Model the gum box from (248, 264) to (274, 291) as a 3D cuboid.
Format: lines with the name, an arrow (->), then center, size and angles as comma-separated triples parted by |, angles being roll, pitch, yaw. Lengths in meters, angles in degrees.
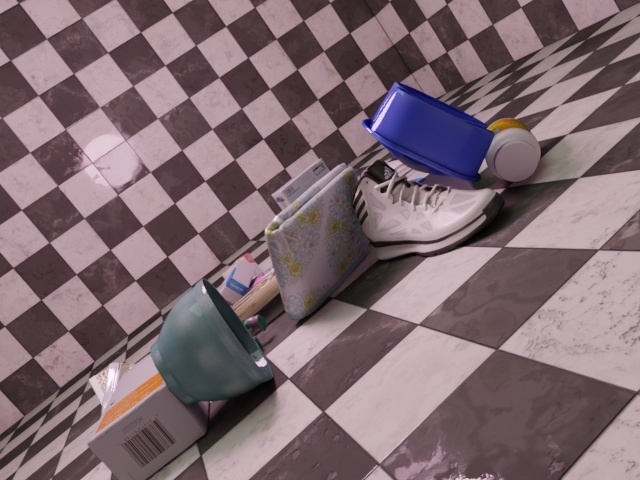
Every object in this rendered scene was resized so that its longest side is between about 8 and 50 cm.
gum box -> -0.202, 0.153, 2.139 | 0.188, 0.062, 0.107 | -37, 11, -4

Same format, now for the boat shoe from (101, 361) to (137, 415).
boat shoe -> -0.602, 0.493, 1.652 | 0.094, 0.109, 0.302 | -5, 45, -11

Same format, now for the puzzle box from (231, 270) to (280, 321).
puzzle box -> -0.241, 0.214, 1.841 | 0.409, 0.052, 0.272 | -40, 4, -8

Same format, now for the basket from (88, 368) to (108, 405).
basket -> -0.667, 0.504, 1.796 | 0.103, 0.113, 0.167 | -36, 50, -18

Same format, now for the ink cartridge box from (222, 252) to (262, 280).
ink cartridge box -> -0.362, 0.159, 2.455 | 0.067, 0.115, 0.198 | -26, 15, 38

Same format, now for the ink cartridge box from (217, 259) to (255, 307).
ink cartridge box -> -0.350, 0.200, 2.134 | 0.203, 0.086, 0.148 | -53, 13, 22

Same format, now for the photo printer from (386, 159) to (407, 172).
photo printer -> 0.239, -0.217, 2.223 | 0.307, 0.107, 0.256 | -38, 11, -8

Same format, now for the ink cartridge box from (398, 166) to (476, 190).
ink cartridge box -> 0.326, -0.167, 1.706 | 0.223, 0.129, 0.307 | -34, 11, 10

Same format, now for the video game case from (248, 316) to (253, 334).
video game case -> -0.297, 0.332, 1.806 | 0.173, 0.022, 0.190 | -36, 10, 4

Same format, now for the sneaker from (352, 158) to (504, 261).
sneaker -> 0.230, -0.101, 1.397 | 0.169, 0.257, 0.447 | -43, 14, -34

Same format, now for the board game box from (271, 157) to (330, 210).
board game box -> -0.002, -0.112, 2.006 | 0.224, 0.303, 0.097 | -41, 12, -27

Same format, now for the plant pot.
plant pot -> -0.275, 0.264, 1.299 | 0.196, 0.293, 0.293 | -35, 11, -6

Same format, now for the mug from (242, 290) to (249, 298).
mug -> -0.307, 0.211, 2.270 | 0.062, 0.078, 0.064 | -66, -10, 20

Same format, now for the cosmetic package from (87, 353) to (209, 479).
cosmetic package -> -0.432, 0.427, 1.464 | 0.230, 0.161, 0.453 | -37, 11, -5

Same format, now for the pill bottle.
pill bottle -> 0.505, -0.237, 1.445 | 0.136, 0.136, 0.246 | -31, 12, 22

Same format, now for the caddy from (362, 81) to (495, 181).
caddy -> 0.277, -0.266, 1.412 | 0.241, 0.341, 0.179 | -72, 7, -68

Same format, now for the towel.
towel -> 0.000, 0.000, 1.552 | 0.090, 0.321, 0.374 | 16, 46, 35

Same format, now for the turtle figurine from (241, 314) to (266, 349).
turtle figurine -> -0.279, 0.285, 1.594 | 0.234, 0.118, 0.175 | -11, 65, 22
